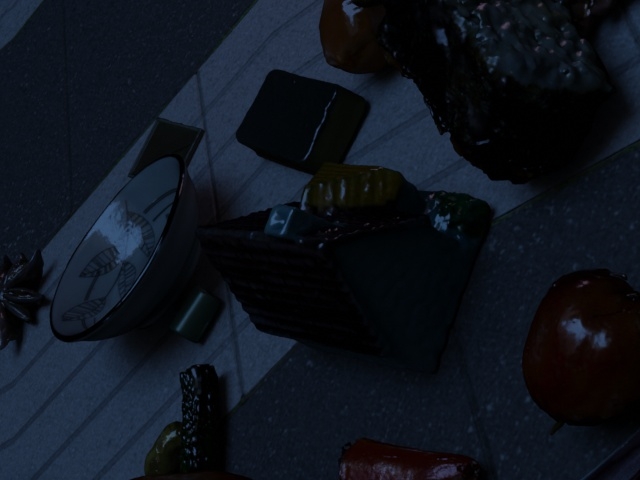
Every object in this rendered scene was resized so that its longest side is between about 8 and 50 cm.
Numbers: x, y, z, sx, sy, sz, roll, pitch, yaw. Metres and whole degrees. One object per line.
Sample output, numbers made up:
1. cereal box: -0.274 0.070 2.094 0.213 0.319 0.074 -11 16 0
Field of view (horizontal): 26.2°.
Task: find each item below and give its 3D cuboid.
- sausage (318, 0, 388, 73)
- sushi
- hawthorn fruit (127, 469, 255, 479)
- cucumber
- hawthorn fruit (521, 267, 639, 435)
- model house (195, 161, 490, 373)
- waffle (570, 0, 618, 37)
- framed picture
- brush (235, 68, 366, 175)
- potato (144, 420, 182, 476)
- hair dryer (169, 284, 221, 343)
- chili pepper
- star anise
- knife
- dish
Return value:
1. sausage: 0.074 -0.340 1.829 0.133 0.133 0.258 1 72 51
2. sushi: 0.168 -0.224 1.533 0.182 0.196 0.343 -53 48 33
3. hawthorn fruit: -0.194 0.375 1.479 0.369 0.284 0.284 10 69 10
4. cucumber: -0.155 0.247 1.764 0.058 0.058 0.187 -30 47 35
5. hawthorn fruit: 0.256 0.114 1.294 0.172 0.148 0.148 -58 35 16
6. model house: 0.000 0.000 1.581 0.281 0.249 0.230 4 69 51
7. waffle: 0.307 -0.333 1.604 0.234 0.055 0.221 -54 34 6
8. framed picture: -0.245 -0.136 2.169 0.149 0.011 0.109 20 83 53
9. brush: -0.030 -0.163 1.887 0.197 0.059 0.123 22 86 54
10. potato: -0.200 0.276 1.809 0.045 0.046 0.092 29 100 12
11. hair dryer: -0.190 0.091 1.935 0.071 0.047 0.150 -58 25 -2
12. chili pepper: 0.101 0.248 1.458 0.169 0.065 0.088 -11 74 40
13. star anise: -0.515 0.102 2.293 0.182 0.065 0.195 -23 46 34
14. knife: 0.225 0.253 1.306 0.278 0.053 0.123 -40 36 25
15. dish: -0.254 0.032 1.965 0.316 0.106 0.316 -42 27 27
